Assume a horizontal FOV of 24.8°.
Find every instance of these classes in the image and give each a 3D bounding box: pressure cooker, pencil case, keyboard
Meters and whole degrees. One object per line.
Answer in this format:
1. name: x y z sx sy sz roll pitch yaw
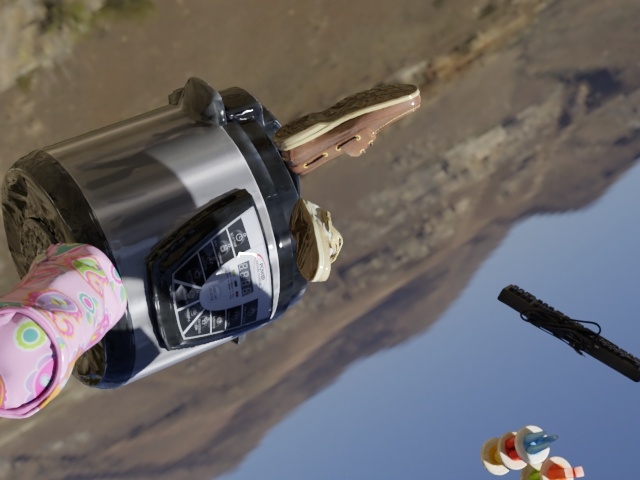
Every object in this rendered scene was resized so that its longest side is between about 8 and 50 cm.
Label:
1. pressure cooker: -0.212 -0.019 2.136 0.420 0.376 0.370 -22 170 -27
2. pencil case: -0.286 0.084 1.507 0.124 0.124 0.284 -31 -171 12
3. keyboard: 0.297 0.098 1.673 0.038 0.192 0.100 -63 167 17

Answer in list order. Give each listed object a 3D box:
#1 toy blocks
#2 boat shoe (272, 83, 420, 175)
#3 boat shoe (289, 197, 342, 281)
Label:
1. toy blocks: 0.301 0.298 1.974 0.054 0.123 0.148 -64 -168 -25
2. boat shoe: 0.036 -0.130 1.692 0.178 0.060 0.064 -22 -158 4
3. boat shoe: 0.000 0.000 1.541 0.135 0.045 0.050 -102 -148 -55
